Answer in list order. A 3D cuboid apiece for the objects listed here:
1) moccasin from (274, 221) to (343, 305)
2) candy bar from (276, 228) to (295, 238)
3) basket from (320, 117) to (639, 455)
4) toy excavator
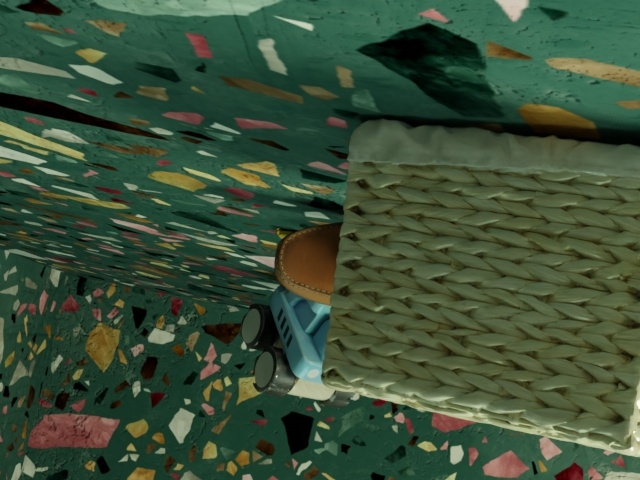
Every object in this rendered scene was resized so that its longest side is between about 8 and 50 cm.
[{"bbox_3d":[0.125,0.043,1.514,0.380,0.139,0.147,11,170,2],"label":"moccasin"},{"bbox_3d":[0.000,0.000,1.806,0.161,0.018,0.040,8,167,25],"label":"candy bar"},{"bbox_3d":[0.210,0.057,1.092,0.331,0.267,0.328,9,172,29],"label":"basket"},{"bbox_3d":[0.051,0.184,2.353,0.222,0.445,0.433,16,-148,-31],"label":"toy excavator"}]
